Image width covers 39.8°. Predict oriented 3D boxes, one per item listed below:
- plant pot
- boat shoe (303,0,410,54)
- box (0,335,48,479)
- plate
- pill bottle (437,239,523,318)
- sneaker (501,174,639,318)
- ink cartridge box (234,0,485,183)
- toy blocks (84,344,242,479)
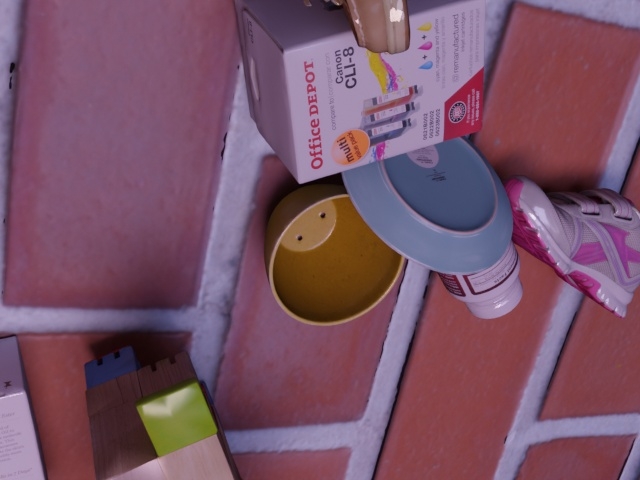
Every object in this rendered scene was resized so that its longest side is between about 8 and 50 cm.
[{"bbox_3d":[0.000,0.000,0.840,0.134,0.095,0.134,-10,119,-19],"label":"plant pot"},{"bbox_3d":[-0.016,-0.255,0.640,0.089,0.104,0.285,-23,79,0],"label":"boat shoe"},{"bbox_3d":[-0.322,0.192,0.802,0.130,0.091,0.171,-10,120,-18],"label":"box"},{"bbox_3d":[0.105,-0.055,0.812,0.188,0.188,0.024,7,146,-27],"label":"plate"},{"bbox_3d":[0.156,0.008,0.918,0.086,0.086,0.152,-34,124,-4],"label":"pill bottle"},{"bbox_3d":[0.281,-0.016,0.961,0.252,0.103,0.111,31,97,-39],"label":"sneaker"},{"bbox_3d":[0.032,-0.150,0.749,0.176,0.127,0.128,-18,130,-14],"label":"ink cartridge box"},{"bbox_3d":[-0.122,0.242,0.831,0.190,0.261,0.382,-22,115,-9],"label":"toy blocks"}]
